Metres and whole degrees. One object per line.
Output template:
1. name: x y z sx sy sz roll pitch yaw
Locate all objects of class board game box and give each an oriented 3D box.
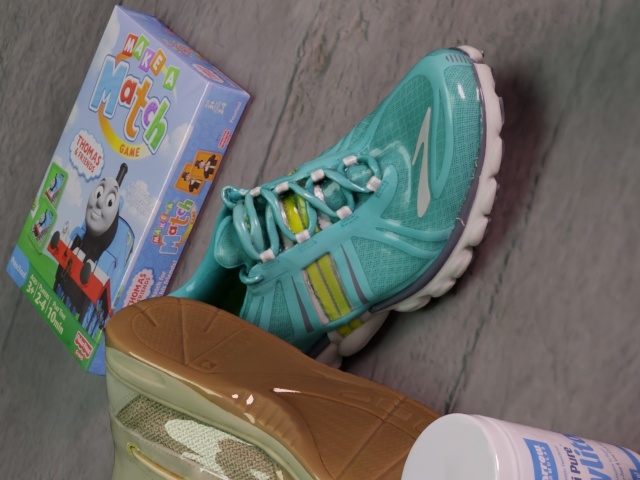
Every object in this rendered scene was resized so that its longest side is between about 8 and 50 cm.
1. board game box: -0.135 -0.036 1.320 0.160 0.039 0.211 41 111 52

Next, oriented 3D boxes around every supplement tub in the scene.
1. supplement tub: 0.098 0.120 0.885 0.071 0.107 0.071 -23 60 48

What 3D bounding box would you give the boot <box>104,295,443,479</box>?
1. boot: -0.018 0.169 1.033 0.262 0.095 0.203 27 123 25

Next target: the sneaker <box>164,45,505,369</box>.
1. sneaker: 0.000 0.000 1.061 0.275 0.110 0.107 -48 43 32
